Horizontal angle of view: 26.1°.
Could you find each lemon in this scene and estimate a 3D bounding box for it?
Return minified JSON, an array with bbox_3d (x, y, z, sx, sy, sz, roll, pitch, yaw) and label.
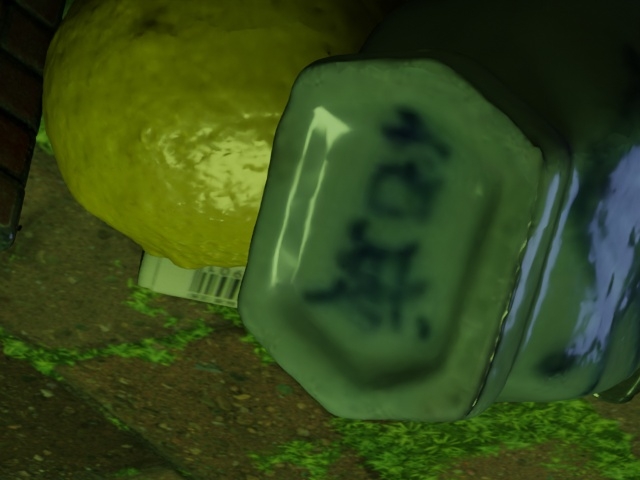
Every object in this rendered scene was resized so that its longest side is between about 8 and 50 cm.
[{"bbox_3d":[-0.048,-0.095,0.906,0.288,0.233,0.233,-6,144,13],"label":"lemon"}]

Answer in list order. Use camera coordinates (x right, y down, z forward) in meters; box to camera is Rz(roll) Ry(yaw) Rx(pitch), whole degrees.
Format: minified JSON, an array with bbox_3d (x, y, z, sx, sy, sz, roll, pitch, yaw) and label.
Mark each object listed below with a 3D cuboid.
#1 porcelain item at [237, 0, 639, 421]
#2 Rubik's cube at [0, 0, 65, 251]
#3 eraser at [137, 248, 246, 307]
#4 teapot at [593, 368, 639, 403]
[{"bbox_3d":[0.120,-0.031,0.775,0.178,0.405,0.243,21,109,21],"label":"porcelain item"},{"bbox_3d":[-0.345,-0.102,0.925,0.237,0.238,0.237,-22,136,33],"label":"Rubik's cube"},{"bbox_3d":[0.000,0.000,1.124,0.279,0.124,0.081,12,146,-8],"label":"eraser"},{"bbox_3d":[0.257,0.083,1.242,0.124,0.092,0.091,17,128,-27],"label":"teapot"}]
